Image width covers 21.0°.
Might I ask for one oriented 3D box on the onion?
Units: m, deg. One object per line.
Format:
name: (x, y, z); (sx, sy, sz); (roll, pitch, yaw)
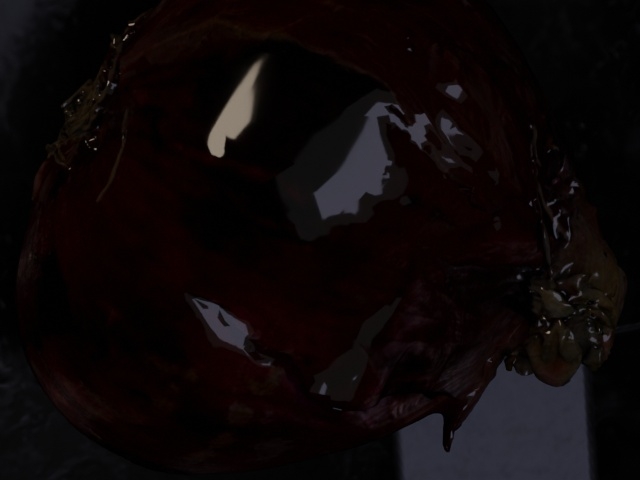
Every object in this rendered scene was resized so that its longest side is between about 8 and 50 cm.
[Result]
onion: (-0.018, -0.011, 0.798); (0.281, 0.221, 0.281); (1, 86, -8)
